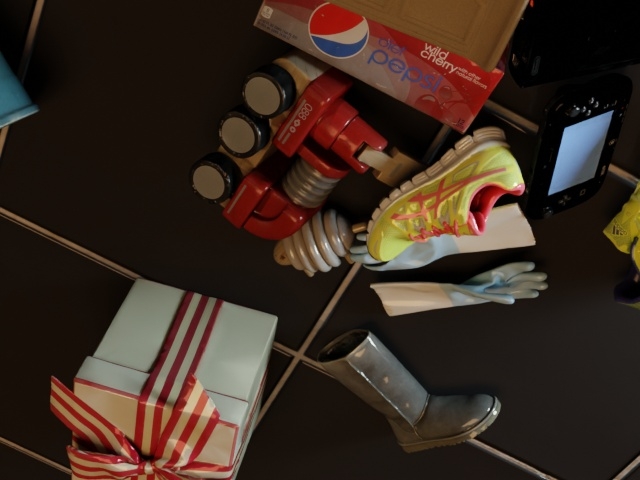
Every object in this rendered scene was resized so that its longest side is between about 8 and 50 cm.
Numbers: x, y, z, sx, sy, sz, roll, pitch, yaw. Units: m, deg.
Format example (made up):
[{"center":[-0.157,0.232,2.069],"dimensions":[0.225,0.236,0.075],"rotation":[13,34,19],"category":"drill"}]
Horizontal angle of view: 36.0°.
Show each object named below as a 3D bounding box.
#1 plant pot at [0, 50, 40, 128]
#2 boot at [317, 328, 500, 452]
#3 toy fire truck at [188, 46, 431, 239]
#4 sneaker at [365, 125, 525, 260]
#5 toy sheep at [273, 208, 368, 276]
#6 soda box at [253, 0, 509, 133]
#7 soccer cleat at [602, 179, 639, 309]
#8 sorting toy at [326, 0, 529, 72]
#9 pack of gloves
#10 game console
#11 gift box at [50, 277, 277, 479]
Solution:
[{"center":[-0.509,-0.210,1.144],"dimensions":[0.272,0.271,0.255],"rotation":[-18,104,26],"category":"plant pot"},{"center":[0.124,0.200,1.390],"dimensions":[0.190,0.076,0.208],"rotation":[-27,108,28],"category":"boot"},{"center":[0.009,-0.084,1.159],"dimensions":[0.246,0.158,0.217],"rotation":[40,127,4],"category":"toy fire truck"},{"center":[0.139,-0.033,1.106],"dimensions":[0.208,0.081,0.094],"rotation":[-41,66,24],"category":"sneaker"},{"center":[0.000,0.000,1.260],"dimensions":[0.132,0.091,0.091],"rotation":[-22,118,12],"category":"toy sheep"},{"center":[0.068,-0.226,1.071],"dimensions":[0.263,0.083,0.092],"rotation":[26,129,-6],"category":"soda box"},{"center":[0.386,-0.030,1.126],"dimensions":[0.121,0.093,0.289],"rotation":[2,127,16],"category":"soccer cleat"},{"center":[0.099,-0.296,0.868],"dimensions":[0.229,0.041,0.307],"rotation":[27,150,4],"category":"sorting toy"},{"center":[0.160,0.045,1.232],"dimensions":[0.232,0.046,0.195],"rotation":[-10,143,23],"category":"pack of gloves"},{"center":[0.294,-0.153,1.027],"dimensions":[0.213,0.044,0.361],"rotation":[-13,144,-9],"category":"game console"},{"center":[-0.213,0.217,1.367],"dimensions":[0.255,0.258,0.276],"rotation":[11,129,6],"category":"gift box"}]
